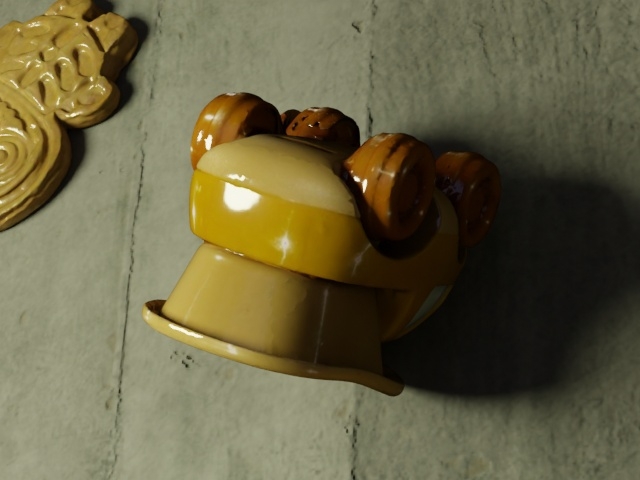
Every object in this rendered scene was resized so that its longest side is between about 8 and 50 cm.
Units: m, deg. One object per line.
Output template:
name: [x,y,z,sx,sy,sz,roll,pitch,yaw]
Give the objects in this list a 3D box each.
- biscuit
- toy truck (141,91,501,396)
biscuit: [-0.304,-0.127,1.680,0.288,0.044,0.202,-47,56,-6]
toy truck: [0.000,0.000,1.361,0.204,0.288,0.211,18,94,26]
